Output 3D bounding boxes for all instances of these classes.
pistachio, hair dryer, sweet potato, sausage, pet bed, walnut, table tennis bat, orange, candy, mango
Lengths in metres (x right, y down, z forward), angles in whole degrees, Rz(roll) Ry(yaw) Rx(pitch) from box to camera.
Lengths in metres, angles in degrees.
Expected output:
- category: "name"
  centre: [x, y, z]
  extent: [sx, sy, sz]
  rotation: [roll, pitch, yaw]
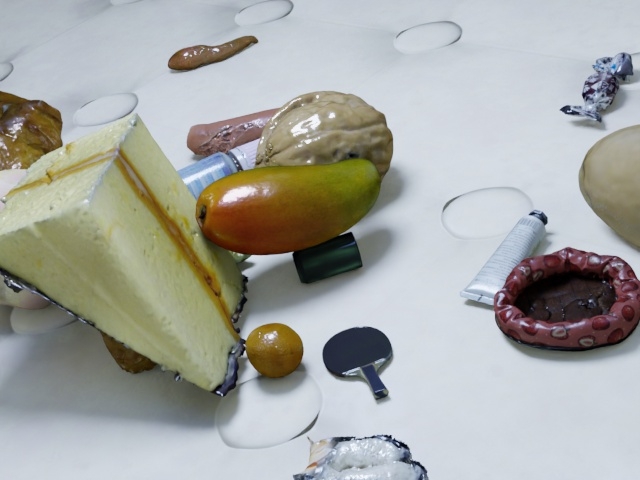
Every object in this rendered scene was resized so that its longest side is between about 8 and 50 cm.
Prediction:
- category: "pistachio"
  centre: [0.493, -0.067, 1.509]
  extent: [0.293, 0.182, 0.162]
  rotation: [26, 13, 41]
- category: "hair dryer"
  centre: [0.000, 0.000, 1.711]
  extent: [0.100, 0.057, 0.198]
  rotation: [-16, 24, -2]
- category: "sweet potato"
  centre: [-0.237, -0.421, 2.434]
  extent: [0.214, 0.050, 0.050]
  rotation: [-17, 33, -11]
- category: "sausage"
  centre: [-0.104, -0.206, 2.030]
  extent: [0.304, 0.078, 0.078]
  rotation: [-9, 33, 9]
- category: "pet bed"
  centre: [0.330, 0.078, 1.450]
  extent: [0.201, 0.054, 0.201]
  rotation: [-6, 34, 4]
- category: "walnut"
  centre: [0.007, -0.145, 1.784]
  extent: [0.245, 0.198, 0.198]
  rotation: [-16, 32, -18]
- category: "table tennis bat"
  centre: [0.056, 0.162, 1.467]
  extent: [0.095, 0.014, 0.158]
  rotation: [-19, 31, -8]
- category: "orange"
  centre: [-0.063, 0.148, 1.480]
  extent: [0.085, 0.085, 0.085]
  rotation: [-10, 33, 7]
- category: "candy"
  centre: [0.486, -0.264, 1.907]
  extent: [0.094, 0.051, 0.226]
  rotation: [-6, 30, 33]
- category: "mango"
  centre: [-0.041, -0.051, 1.621]
  extent: [0.289, 0.129, 0.146]
  rotation: [-11, 20, -9]

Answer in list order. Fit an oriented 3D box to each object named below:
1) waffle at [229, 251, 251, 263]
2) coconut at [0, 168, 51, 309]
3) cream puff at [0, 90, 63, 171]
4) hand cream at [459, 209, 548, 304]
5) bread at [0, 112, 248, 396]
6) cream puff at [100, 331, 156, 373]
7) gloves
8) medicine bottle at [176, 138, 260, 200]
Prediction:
- category: "waffle"
  centre: [-0.234, 0.024, 1.751]
  extent: [0.207, 0.054, 0.214]
  rotation: [-31, 37, -21]
- category: "coconut"
  centre: [-0.477, -0.001, 1.747]
  extent: [0.236, 0.237, 0.197]
  rotation: [3, 2, 26]
- category: "cream puff"
  centre: [-0.623, -0.190, 2.151]
  extent: [0.241, 0.155, 0.269]
  rotation: [-35, 44, -20]
- category: "hand cream"
  centre: [0.272, 0.026, 1.566]
  extent: [0.067, 0.042, 0.194]
  rotation: [19, 50, 30]
- category: "bread"
  centre: [-0.283, 0.035, 1.580]
  extent: [0.242, 0.405, 0.346]
  rotation: [-30, 10, 23]
- category: "cream puff"
  centre: [-0.260, 0.129, 1.566]
  extent: [0.094, 0.122, 0.116]
  rotation: [-25, 73, -3]
- category: "gloves"
  centre: [0.050, 0.273, 1.252]
  extent: [0.153, 0.070, 0.114]
  rotation: [-2, 29, 19]
- category: "medicine bottle"
  centre: [-0.177, -0.111, 1.906]
  extent: [0.203, 0.083, 0.083]
  rotation: [-28, 35, -16]
